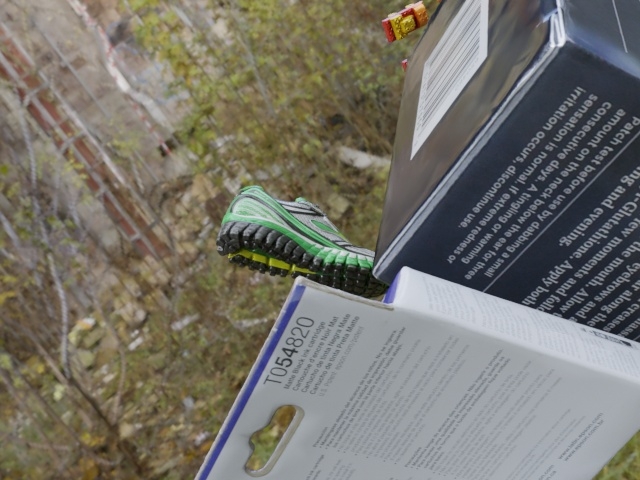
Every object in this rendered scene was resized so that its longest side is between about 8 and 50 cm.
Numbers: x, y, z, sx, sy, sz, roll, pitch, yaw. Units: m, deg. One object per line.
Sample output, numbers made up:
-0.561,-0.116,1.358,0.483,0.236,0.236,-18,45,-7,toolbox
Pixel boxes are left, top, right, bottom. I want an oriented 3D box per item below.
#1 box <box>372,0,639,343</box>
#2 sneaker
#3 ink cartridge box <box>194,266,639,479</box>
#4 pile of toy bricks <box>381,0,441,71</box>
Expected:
0.271,-0.055,0.565,0.212,0.395,0.293,-56,15,43,box
0.000,0.000,1.295,0.134,0.343,0.146,-43,30,51,sneaker
0.047,0.121,0.445,0.045,0.224,0.223,-97,30,-55,ink cartridge box
0.204,-0.313,1.061,0.212,0.118,0.105,-31,28,-14,pile of toy bricks
